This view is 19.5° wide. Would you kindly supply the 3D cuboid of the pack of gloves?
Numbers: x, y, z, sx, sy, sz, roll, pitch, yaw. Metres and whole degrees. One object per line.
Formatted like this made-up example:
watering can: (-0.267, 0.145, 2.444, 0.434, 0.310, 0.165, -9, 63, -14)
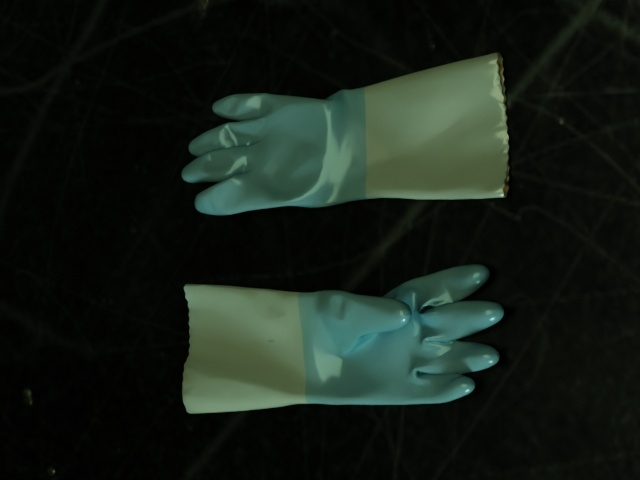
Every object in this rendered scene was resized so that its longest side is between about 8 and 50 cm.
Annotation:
pack of gloves: (0.000, 0.000, 1.082, 0.232, 0.046, 0.195, -6, 84, 34)
